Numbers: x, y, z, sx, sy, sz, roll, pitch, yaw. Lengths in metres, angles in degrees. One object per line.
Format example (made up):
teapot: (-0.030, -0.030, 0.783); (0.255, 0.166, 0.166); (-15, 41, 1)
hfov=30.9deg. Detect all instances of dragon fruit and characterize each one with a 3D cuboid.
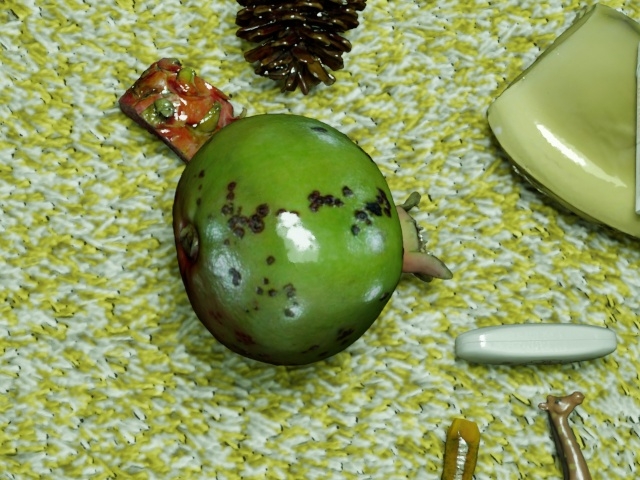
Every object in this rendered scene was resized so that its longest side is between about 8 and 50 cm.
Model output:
dragon fruit: (-0.169, -0.163, 1.398); (0.147, 0.096, 0.102); (30, 74, 0)

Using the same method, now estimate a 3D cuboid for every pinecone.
pinecone: (-0.027, -0.258, 1.399); (0.163, 0.163, 0.165); (6, 79, -4)

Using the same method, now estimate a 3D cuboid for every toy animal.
toy animal: (0.313, 0.314, 1.338); (0.230, 0.066, 0.224); (33, 101, 37)

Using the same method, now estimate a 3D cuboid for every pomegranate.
pomegranate: (-0.002, -0.005, 1.289); (0.323, 0.291, 0.291); (-3, 78, -6)

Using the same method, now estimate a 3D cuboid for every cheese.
cheese: (0.374, -0.122, 1.421); (0.259, 0.128, 0.316); (-42, 88, -14)

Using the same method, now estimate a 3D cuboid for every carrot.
carrot: (0.155, 0.295, 1.359); (0.042, 0.042, 0.170); (14, 79, -2)

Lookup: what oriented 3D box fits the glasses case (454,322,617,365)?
glasses case: (0.257, 0.124, 1.385); (0.193, 0.074, 0.049); (0, 78, -5)

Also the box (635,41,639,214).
box: (0.428, -0.126, 1.360); (0.122, 0.032, 0.220); (12, 71, -15)
